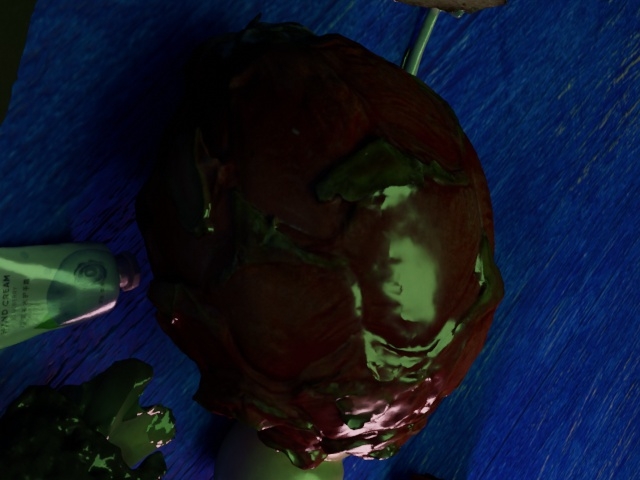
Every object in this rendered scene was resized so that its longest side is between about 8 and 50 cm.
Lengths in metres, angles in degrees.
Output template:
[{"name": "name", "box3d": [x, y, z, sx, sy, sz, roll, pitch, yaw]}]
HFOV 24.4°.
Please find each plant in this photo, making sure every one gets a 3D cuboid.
[{"name": "plant", "box3d": [-0.186, 0.179, 1.062, 0.203, 0.131, 0.142, -57, 179, -44]}]

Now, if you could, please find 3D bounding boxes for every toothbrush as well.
[{"name": "toothbrush", "box3d": [0.068, -0.092, 1.432, 0.040, 0.040, 0.386, 14, 99, -60]}]

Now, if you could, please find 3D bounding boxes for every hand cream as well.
[{"name": "hand cream", "box3d": [-0.193, 0.035, 1.066, 0.142, 0.053, 0.084, -14, 121, -43]}]

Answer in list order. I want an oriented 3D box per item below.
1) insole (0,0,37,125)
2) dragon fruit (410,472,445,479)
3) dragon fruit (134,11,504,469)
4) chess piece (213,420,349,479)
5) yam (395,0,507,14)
[{"name": "insole", "box3d": [-0.197, -0.207, 0.948, 0.111, 0.007, 0.328, 8, 101, -58]}, {"name": "dragon fruit", "box3d": [0.171, 0.440, 1.801, 0.330, 0.302, 0.240, -62, -175, 18]}, {"name": "dragon fruit", "box3d": [0.000, 0.000, 1.105, 0.277, 0.277, 0.342, -18, 106, -54]}, {"name": "chess piece", "box3d": [-0.006, 0.123, 1.334, 0.167, 0.167, 0.299, 11, 105, -60]}, {"name": "yam", "box3d": [0.140, -0.346, 1.267, 0.304, 0.168, 0.168, -64, 150, -6]}]
